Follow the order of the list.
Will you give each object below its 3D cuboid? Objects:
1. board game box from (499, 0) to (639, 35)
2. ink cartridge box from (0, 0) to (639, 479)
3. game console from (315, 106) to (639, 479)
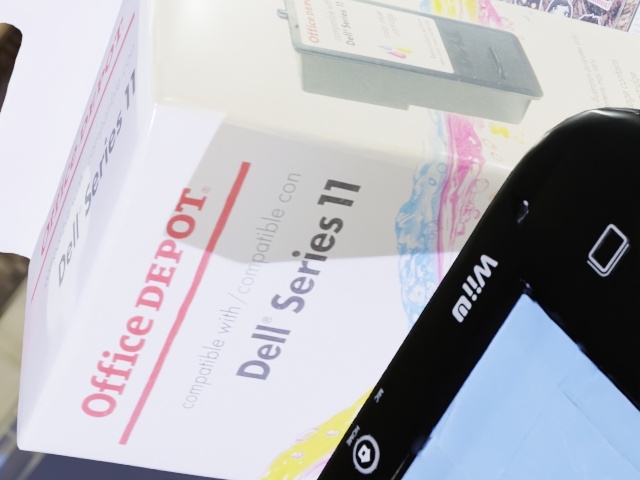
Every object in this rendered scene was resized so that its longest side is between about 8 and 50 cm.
[{"bbox_3d":[0.274,-0.244,1.227,0.141,0.232,0.291,40,-64,46],"label":"board game box"},{"bbox_3d":[0.000,0.000,0.726,0.119,0.353,0.207,-97,-156,-44],"label":"ink cartridge box"},{"bbox_3d":[-0.008,0.127,0.404,0.044,0.213,0.361,-2,129,-52],"label":"game console"}]
